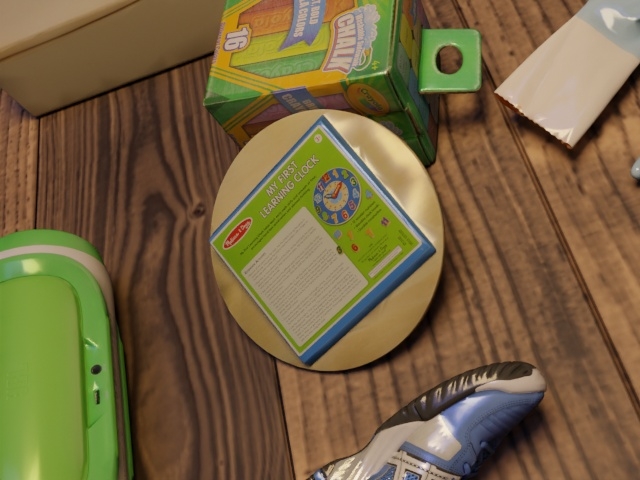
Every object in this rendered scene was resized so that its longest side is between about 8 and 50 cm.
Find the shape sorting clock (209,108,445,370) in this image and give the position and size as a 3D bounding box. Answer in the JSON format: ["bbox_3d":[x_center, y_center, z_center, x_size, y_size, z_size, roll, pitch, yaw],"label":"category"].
[{"bbox_3d":[0.000,0.000,0.590,0.206,0.040,0.206,3,96,25],"label":"shape sorting clock"}]

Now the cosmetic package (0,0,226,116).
[{"bbox_3d":[-0.229,-0.274,0.853,0.309,0.113,0.160,-17,56,17],"label":"cosmetic package"}]

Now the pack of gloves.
[{"bbox_3d":[0.290,-0.136,0.583,0.232,0.046,0.195,-45,65,-1],"label":"pack of gloves"}]

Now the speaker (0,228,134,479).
[{"bbox_3d":[-0.226,0.138,0.604,0.131,0.131,0.296,-23,55,12],"label":"speaker"}]

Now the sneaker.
[{"bbox_3d":[0.068,0.159,0.490,0.211,0.080,0.081,-41,59,10],"label":"sneaker"}]

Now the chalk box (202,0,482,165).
[{"bbox_3d":[0.030,-0.146,0.642,0.213,0.132,0.132,-6,60,23],"label":"chalk box"}]
